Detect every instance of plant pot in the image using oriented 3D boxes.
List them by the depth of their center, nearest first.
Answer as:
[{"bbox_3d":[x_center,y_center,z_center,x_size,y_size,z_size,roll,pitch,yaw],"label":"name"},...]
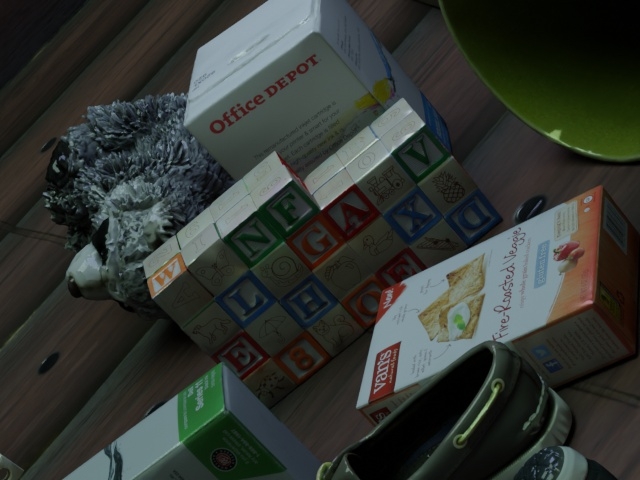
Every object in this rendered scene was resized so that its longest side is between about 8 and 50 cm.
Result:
[{"bbox_3d":[0.300,-0.266,1.472,0.293,0.274,0.275,-43,22,-25],"label":"plant pot"}]

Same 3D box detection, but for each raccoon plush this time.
[{"bbox_3d":[-0.120,-0.085,1.853,0.446,0.216,0.299,-48,33,-13],"label":"raccoon plush"}]

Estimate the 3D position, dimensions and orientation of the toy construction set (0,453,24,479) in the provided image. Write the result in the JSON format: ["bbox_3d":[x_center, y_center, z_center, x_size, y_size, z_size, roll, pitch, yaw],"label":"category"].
[{"bbox_3d":[-0.337,0.310,1.569,0.215,0.151,0.328,-70,20,-2],"label":"toy construction set"}]

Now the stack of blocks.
[{"bbox_3d":[0.000,0.000,1.551,0.297,0.171,0.087,-39,25,6],"label":"stack of blocks"}]

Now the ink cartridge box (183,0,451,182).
[{"bbox_3d":[0.001,-0.124,1.675,0.171,0.232,0.168,-33,26,19],"label":"ink cartridge box"}]

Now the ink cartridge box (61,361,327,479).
[{"bbox_3d":[-0.115,0.227,1.371,0.208,0.153,0.087,-36,24,11],"label":"ink cartridge box"}]

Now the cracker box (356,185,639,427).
[{"bbox_3d":[0.148,0.066,1.349,0.232,0.067,0.155,-28,27,29],"label":"cracker box"}]

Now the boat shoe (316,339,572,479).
[{"bbox_3d":[0.048,0.193,1.259,0.305,0.091,0.109,-38,25,8],"label":"boat shoe"}]

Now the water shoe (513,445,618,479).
[{"bbox_3d":[0.137,0.225,1.108,0.203,0.080,0.073,-56,9,38],"label":"water shoe"}]

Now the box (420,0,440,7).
[{"bbox_3d":[0.170,-0.361,1.946,0.148,0.121,0.311,-43,24,-2],"label":"box"}]
